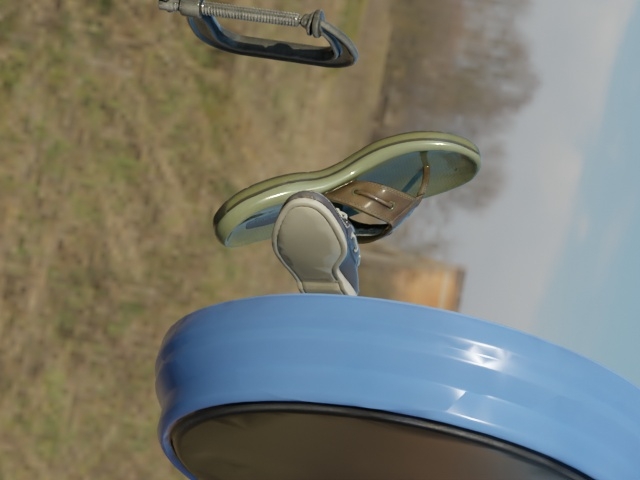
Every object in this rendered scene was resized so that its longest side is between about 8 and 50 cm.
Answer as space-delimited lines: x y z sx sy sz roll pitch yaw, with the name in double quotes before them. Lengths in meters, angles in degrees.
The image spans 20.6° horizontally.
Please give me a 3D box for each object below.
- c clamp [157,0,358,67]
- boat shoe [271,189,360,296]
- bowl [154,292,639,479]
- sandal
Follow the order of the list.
"c clamp" -0.051 -0.168 1.380 0.137 0.161 0.022 74 28 -71
"boat shoe" 0.000 0.000 1.743 0.206 0.075 0.065 71 26 -57
"bowl" 0.063 0.155 1.307 0.391 0.391 0.077 98 4 -66
"sandal" 0.035 -0.034 1.906 0.120 0.303 0.086 89 -20 -61
